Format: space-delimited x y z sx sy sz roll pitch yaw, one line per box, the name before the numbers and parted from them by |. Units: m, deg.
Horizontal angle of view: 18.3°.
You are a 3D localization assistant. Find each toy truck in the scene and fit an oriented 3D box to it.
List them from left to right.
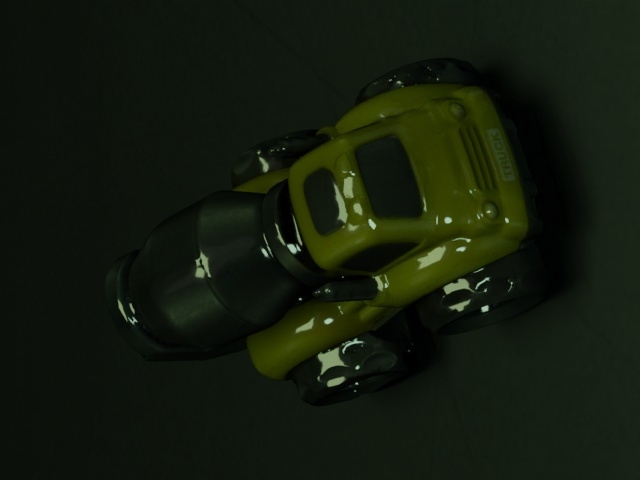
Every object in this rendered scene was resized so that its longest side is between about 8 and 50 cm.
toy truck | 0.000 0.000 1.056 0.224 0.165 0.147 -30 72 45
